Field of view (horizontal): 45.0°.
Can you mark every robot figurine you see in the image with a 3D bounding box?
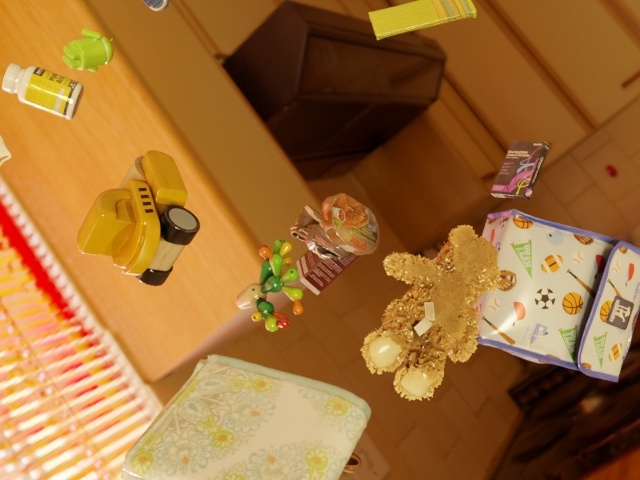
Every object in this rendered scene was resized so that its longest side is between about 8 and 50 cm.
[{"bbox_3d":[-0.507,-0.413,1.700,0.115,0.067,0.101,-28,-28,-38],"label":"robot figurine"}]

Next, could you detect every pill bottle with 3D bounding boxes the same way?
[{"bbox_3d":[-0.454,-0.247,1.265,0.065,0.116,0.065,-161,90,-77],"label":"pill bottle"}]

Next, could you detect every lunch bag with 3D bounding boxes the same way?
[{"bbox_3d":[0.557,0.130,1.795,0.239,0.386,0.327,-177,105,-84],"label":"lunch bag"}]

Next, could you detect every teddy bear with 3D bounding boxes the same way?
[{"bbox_3d":[0.203,0.130,1.433,0.113,0.245,0.337,-29,40,68],"label":"teddy bear"}]

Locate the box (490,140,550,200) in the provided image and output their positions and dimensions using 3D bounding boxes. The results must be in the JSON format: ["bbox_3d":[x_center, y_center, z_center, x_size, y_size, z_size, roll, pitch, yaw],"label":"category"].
[{"bbox_3d":[0.527,-0.187,2.042,0.116,0.029,0.162,11,73,53],"label":"box"}]

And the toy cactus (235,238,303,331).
[{"bbox_3d":[-0.118,0.102,1.620,0.112,0.218,0.181,18,-35,-40],"label":"toy cactus"}]

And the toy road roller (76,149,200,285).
[{"bbox_3d":[-0.456,-0.065,1.850,0.241,0.329,0.202,12,-52,-38],"label":"toy road roller"}]

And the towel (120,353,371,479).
[{"bbox_3d":[-0.133,0.368,1.420,0.320,0.375,0.090,-53,-33,-48],"label":"towel"}]

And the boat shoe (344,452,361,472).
[{"bbox_3d":[0.021,0.528,1.937,0.060,0.178,0.064,115,178,-69],"label":"boat shoe"}]

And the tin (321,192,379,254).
[{"bbox_3d":[0.064,-0.031,1.634,0.040,0.106,0.190,-16,-26,31],"label":"tin"}]

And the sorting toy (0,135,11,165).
[{"bbox_3d":[-0.840,-0.226,1.985,0.083,0.075,0.045,-47,13,-19],"label":"sorting toy"}]

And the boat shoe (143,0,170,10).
[{"bbox_3d":[-0.337,-0.539,1.568,0.066,0.183,0.066,-29,-17,23],"label":"boat shoe"}]

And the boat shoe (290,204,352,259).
[{"bbox_3d":[0.000,0.000,1.980,0.095,0.112,0.335,-53,21,5],"label":"boat shoe"}]

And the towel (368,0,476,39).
[{"bbox_3d":[0.237,-0.529,1.810,0.237,0.102,0.021,-13,-42,2],"label":"towel"}]

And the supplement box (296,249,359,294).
[{"bbox_3d":[0.045,0.026,2.139,0.239,0.073,0.130,-44,21,12],"label":"supplement box"}]
